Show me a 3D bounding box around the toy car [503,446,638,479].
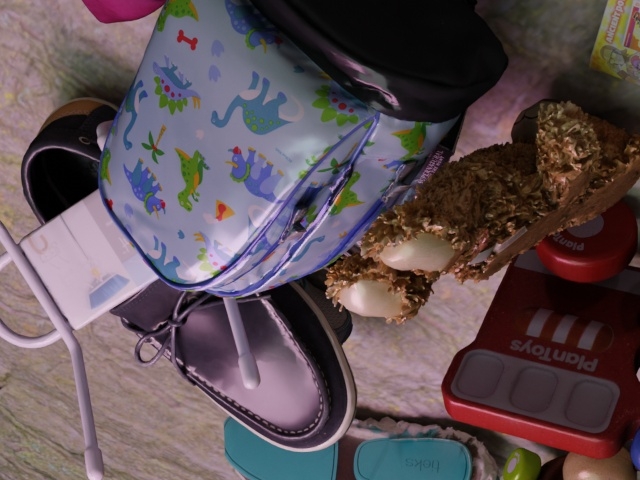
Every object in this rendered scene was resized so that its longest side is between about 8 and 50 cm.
[{"bbox_3d":[0.329,0.297,1.741,0.155,0.149,0.188,24,136,-13],"label":"toy car"}]

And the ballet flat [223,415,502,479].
[{"bbox_3d":[0.059,0.306,1.960,0.409,0.147,0.147,6,140,32],"label":"ballet flat"}]

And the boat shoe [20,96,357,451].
[{"bbox_3d":[-0.157,0.054,1.645,0.187,0.156,0.500,-39,93,21],"label":"boat shoe"}]

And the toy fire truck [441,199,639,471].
[{"bbox_3d":[0.296,0.109,1.402,0.302,0.254,0.169,15,144,21],"label":"toy fire truck"}]

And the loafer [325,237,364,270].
[{"bbox_3d":[0.000,0.000,1.617,0.268,0.084,0.096,21,163,11],"label":"loafer"}]

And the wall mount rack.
[{"bbox_3d":[-0.211,0.057,1.505,0.350,0.130,0.304,-32,91,19],"label":"wall mount rack"}]

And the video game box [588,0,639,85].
[{"bbox_3d":[0.329,-0.189,1.175,0.187,0.048,0.205,21,145,10],"label":"video game box"}]

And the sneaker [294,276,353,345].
[{"bbox_3d":[-0.091,0.049,1.750,0.283,0.110,0.122,22,137,6],"label":"sneaker"}]

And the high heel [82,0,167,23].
[{"bbox_3d":[-0.277,-0.343,1.345,0.181,0.127,0.377,-26,122,39],"label":"high heel"}]

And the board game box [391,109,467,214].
[{"bbox_3d":[0.102,-0.088,1.405,0.026,0.126,0.186,23,146,-4],"label":"board game box"}]

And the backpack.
[{"bbox_3d":[-0.045,-0.109,1.314,0.290,0.273,0.355,48,146,14],"label":"backpack"}]

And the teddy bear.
[{"bbox_3d":[0.144,-0.039,1.286,0.113,0.338,0.245,54,163,16],"label":"teddy bear"}]
